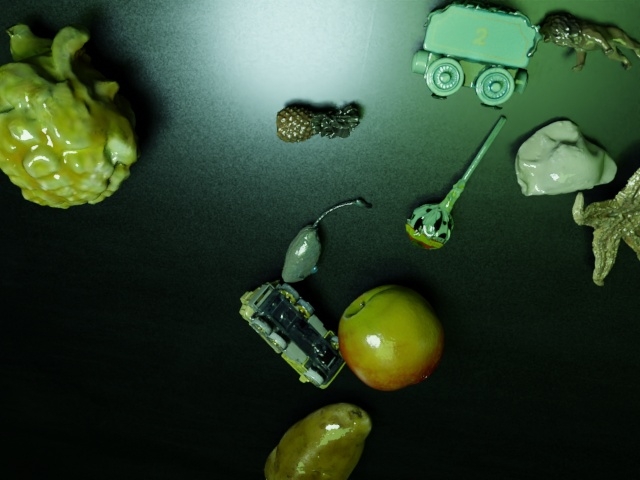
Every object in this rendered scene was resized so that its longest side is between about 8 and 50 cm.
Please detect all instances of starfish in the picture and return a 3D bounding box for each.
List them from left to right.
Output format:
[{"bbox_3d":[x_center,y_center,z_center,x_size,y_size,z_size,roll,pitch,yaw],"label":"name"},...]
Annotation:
[{"bbox_3d":[0.604,-0.042,1.180,0.299,0.060,0.302,-16,129,-8],"label":"starfish"}]

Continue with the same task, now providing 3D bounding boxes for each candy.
[{"bbox_3d":[0.270,-0.113,1.211,0.091,0.083,0.305,33,113,10],"label":"candy"}]

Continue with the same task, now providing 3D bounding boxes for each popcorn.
[{"bbox_3d":[-0.499,-0.223,1.160,0.275,0.279,0.335,-15,131,39],"label":"popcorn"}]

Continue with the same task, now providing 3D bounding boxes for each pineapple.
[{"bbox_3d":[-0.004,-0.226,1.180,0.160,0.074,0.074,-2,120,10],"label":"pineapple"}]

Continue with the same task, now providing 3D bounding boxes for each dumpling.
[{"bbox_3d":[0.453,-0.154,1.141,0.169,0.100,0.134,-9,88,26],"label":"dumpling"}]

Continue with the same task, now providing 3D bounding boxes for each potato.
[{"bbox_3d":[-0.005,0.554,1.593,0.195,0.176,0.369,43,117,16],"label":"potato"}]

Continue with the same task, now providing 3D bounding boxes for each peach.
[{"bbox_3d":[0.153,0.210,1.331,0.231,0.231,0.230,4,121,7],"label":"peach"}]

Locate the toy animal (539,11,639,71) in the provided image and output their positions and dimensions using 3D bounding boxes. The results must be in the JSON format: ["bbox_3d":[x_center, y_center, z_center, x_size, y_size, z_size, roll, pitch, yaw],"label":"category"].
[{"bbox_3d":[0.478,-0.325,1.036,0.220,0.086,0.069,18,161,-7],"label":"toy animal"}]

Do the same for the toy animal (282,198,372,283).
[{"bbox_3d":[-0.005,-0.008,1.322,0.079,0.070,0.253,22,115,-44],"label":"toy animal"}]

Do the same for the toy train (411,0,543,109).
[{"bbox_3d":[0.265,-0.325,1.057,0.204,0.112,0.162,11,115,3],"label":"toy train"}]

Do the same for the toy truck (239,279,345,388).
[{"bbox_3d":[-0.070,0.209,1.405,0.272,0.124,0.157,49,159,-23],"label":"toy truck"}]
